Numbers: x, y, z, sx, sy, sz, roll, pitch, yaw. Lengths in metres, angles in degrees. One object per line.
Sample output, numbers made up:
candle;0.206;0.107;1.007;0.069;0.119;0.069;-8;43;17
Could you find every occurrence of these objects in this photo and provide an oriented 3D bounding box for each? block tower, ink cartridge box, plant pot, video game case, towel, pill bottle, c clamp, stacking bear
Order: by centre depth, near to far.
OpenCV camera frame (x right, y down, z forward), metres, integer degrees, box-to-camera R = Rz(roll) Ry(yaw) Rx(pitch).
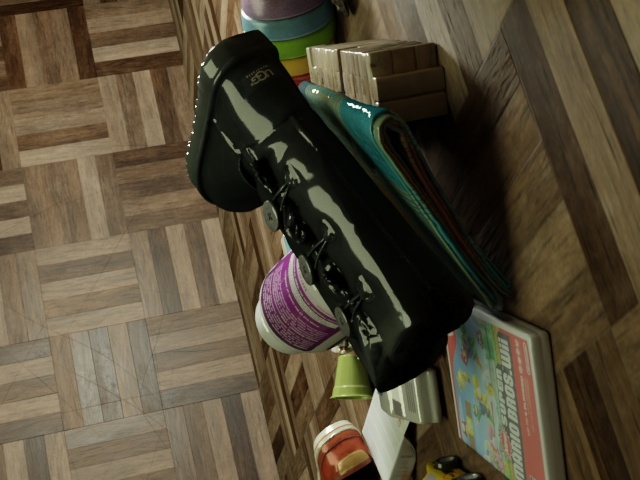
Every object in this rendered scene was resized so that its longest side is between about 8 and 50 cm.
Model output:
video game case;0.212;0.180;1.250;0.285;0.025;0.204;-153;53;-76
towel;0.093;-0.074;1.298;0.271;0.040;0.370;54;178;-20
block tower;0.069;-0.220;1.418;0.335;0.097;0.091;-143;44;-70
c clamp;0.019;-0.407;1.577;0.137;0.022;0.160;42;-147;-67
pill bottle;0.001;0.082;1.663;0.301;0.169;0.169;-43;57;59
stacking bear;-0.045;-0.330;1.736;0.164;0.175;0.289;-104;1;-53
ink cartridge box;0.128;0.304;1.769;0.145;0.045;0.179;-116;37;-54
plant pot;0.059;0.252;1.940;0.083;0.083;0.079;124;147;-73

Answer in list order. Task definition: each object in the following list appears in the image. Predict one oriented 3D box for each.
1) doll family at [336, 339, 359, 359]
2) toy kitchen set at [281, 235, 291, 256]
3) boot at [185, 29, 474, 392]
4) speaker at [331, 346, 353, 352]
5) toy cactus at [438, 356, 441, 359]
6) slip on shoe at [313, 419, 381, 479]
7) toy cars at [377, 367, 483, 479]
doll family;0.055;0.144;1.841;0.193;0.076;0.111;5;106;63
toy kitchen set;-0.015;-0.083;1.854;0.166;0.122;0.207;116;142;-71
boot;0.000;-0.001;1.358;0.445;0.146;0.367;51;163;19
speaker;0.037;0.140;1.971;0.055;0.055;0.136;-144;45;-73
toy cactus;0.114;0.077;1.459;0.219;0.112;0.180;84;175;-54
slip on shoe;0.062;0.450;1.913;0.101;0.123;0.331;51;164;37
toy cars;0.144;0.295;1.519;0.176;0.087;0.393;92;163;-44
